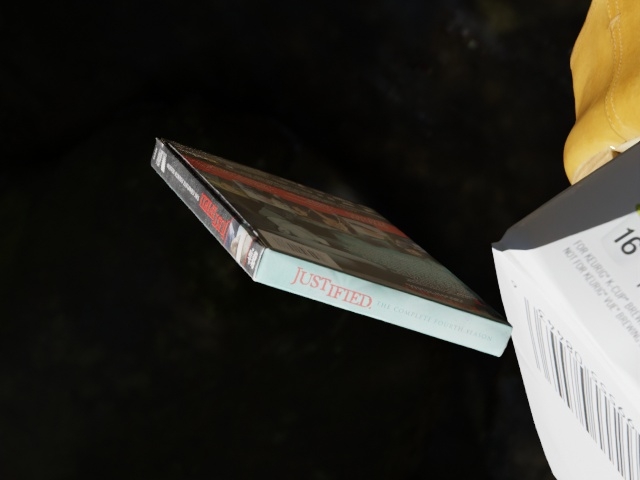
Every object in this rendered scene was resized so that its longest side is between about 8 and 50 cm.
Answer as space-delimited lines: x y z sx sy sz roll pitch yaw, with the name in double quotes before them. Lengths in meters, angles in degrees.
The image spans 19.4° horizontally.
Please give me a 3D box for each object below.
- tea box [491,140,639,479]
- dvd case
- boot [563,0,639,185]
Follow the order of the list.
"tea box" 0.289 0.077 0.641 0.329 0.323 0.220 54 173 31
"dvd case" 0.000 0.000 0.597 0.087 0.119 0.013 18 100 -25
"boot" 0.230 -0.126 1.055 0.104 0.211 0.295 22 136 -22
